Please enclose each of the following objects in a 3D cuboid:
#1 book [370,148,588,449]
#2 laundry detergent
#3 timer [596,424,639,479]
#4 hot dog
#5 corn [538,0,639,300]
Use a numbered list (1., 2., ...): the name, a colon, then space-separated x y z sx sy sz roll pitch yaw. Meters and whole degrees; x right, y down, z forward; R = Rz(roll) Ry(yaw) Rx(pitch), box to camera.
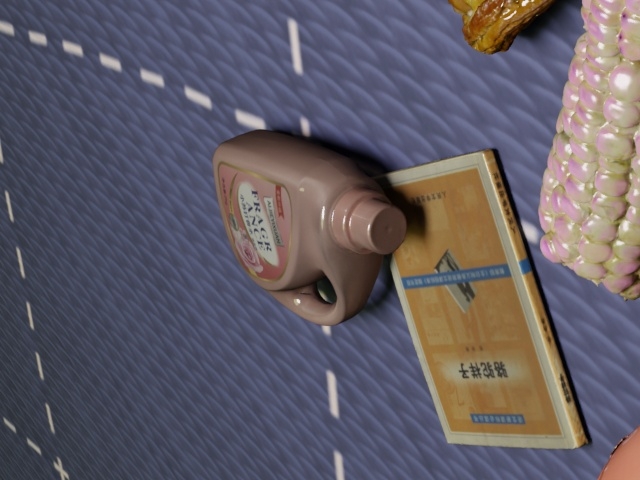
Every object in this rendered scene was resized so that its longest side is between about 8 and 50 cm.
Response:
1. book: 0.120 0.053 1.146 0.170 0.018 0.242 -11 99 58
2. laundry detergent: 0.000 0.000 1.228 0.237 0.076 0.171 24 132 54
3. timer: 0.264 0.188 0.813 0.230 0.229 0.215 50 138 26
4. hot dog: 0.127 -0.187 0.949 0.147 0.065 0.099 -43 63 59
5. corn: 0.205 -0.112 0.836 0.126 0.126 0.335 44 144 34
